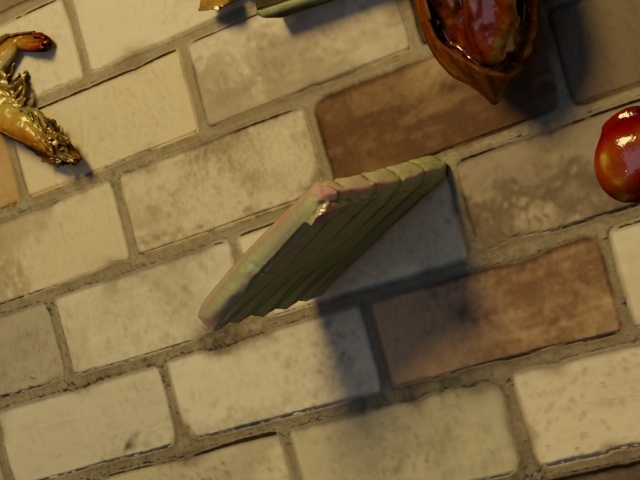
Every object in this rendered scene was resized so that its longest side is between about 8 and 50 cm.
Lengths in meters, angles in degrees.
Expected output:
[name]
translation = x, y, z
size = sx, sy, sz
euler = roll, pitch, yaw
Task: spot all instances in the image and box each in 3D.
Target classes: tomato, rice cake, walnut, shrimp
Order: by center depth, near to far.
[tomato]
translation = 0.268, -0.073, 1.554
size = 0.087, 0.087, 0.075
euler = -34, 73, 34
[walnut]
translation = 0.134, -0.219, 1.619
size = 0.116, 0.116, 0.207
euler = -7, 92, 36
[rice cake]
translation = 0.000, 0.000, 1.704
size = 0.037, 0.189, 0.198
euler = 56, 130, 15
[shrimp]
translation = -0.299, -0.155, 1.988
size = 0.178, 0.034, 0.124
euler = 33, 107, 33

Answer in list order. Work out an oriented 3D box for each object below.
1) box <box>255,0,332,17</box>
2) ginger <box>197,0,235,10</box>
[box]
translation = -0.009, -0.358, 1.744
size = 0.211, 0.045, 0.270
euler = -12, 89, 35
[ginger]
translation = -0.103, -0.243, 1.836
size = 0.097, 0.030, 0.048
euler = 23, 81, 29
